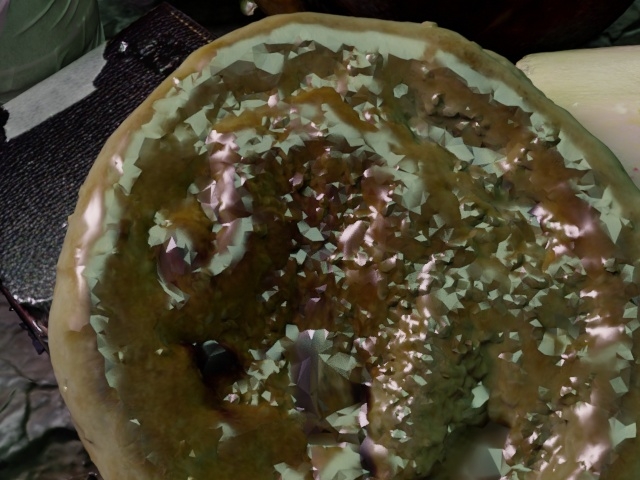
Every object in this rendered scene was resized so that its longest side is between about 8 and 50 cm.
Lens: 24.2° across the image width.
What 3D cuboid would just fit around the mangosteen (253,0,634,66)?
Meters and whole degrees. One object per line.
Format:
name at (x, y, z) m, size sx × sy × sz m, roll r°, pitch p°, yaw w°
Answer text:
mangosteen at (0.089, -0.244, 0.995) m, size 0.297 × 0.293 × 0.297 m, roll 4°, pitch 60°, yaw -7°

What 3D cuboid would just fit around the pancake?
pancake at (0.026, 0.040, 0.802) m, size 0.356 × 0.065 × 0.356 m, roll 0°, pitch 77°, yaw -1°

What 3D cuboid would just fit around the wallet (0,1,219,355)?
wallet at (-0.122, -0.044, 0.937) m, size 0.221 × 0.071 × 0.262 m, roll -36°, pitch 43°, yaw -10°

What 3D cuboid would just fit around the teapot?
teapot at (-0.242, -0.209, 1.062) m, size 0.163 × 0.178 × 0.221 m, roll -3°, pitch 45°, yaw -2°

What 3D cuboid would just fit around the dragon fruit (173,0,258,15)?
dragon fruit at (-0.096, -0.262, 1.119) m, size 0.172 × 0.172 × 0.209 m, roll -28°, pitch 51°, yaw -23°

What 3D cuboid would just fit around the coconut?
coconut at (0.191, -0.051, 0.919) m, size 0.152 × 0.147 × 0.147 m, roll 1°, pitch 45°, yaw 15°
